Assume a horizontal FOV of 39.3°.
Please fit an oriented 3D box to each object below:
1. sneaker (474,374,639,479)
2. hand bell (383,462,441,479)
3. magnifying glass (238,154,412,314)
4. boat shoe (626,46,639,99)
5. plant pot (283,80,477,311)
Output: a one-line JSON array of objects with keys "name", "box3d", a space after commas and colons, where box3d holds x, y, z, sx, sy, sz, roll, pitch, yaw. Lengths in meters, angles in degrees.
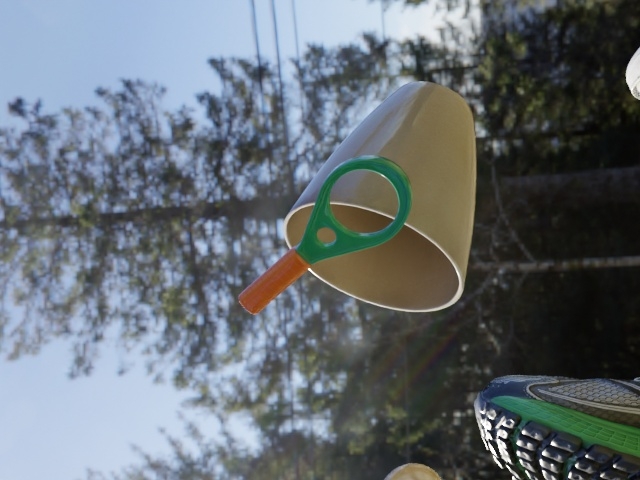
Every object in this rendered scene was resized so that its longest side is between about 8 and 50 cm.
[{"name": "sneaker", "box3d": [0.297, 0.152, 0.722, 0.134, 0.343, 0.146, 82, -162, -51]}, {"name": "hand bell", "box3d": [0.187, 0.421, 1.332, 0.242, 0.126, 0.126, 179, 88, -70]}, {"name": "magnifying glass", "box3d": [0.000, 0.000, 0.937, 0.092, 0.231, 0.026, 44, -159, -11]}, {"name": "boat shoe", "box3d": [0.493, -0.227, 1.157, 0.277, 0.098, 0.096, 143, 137, -69]}, {"name": "plant pot", "box3d": [0.116, -0.083, 1.263, 0.256, 0.256, 0.274, 72, -144, -56]}]
